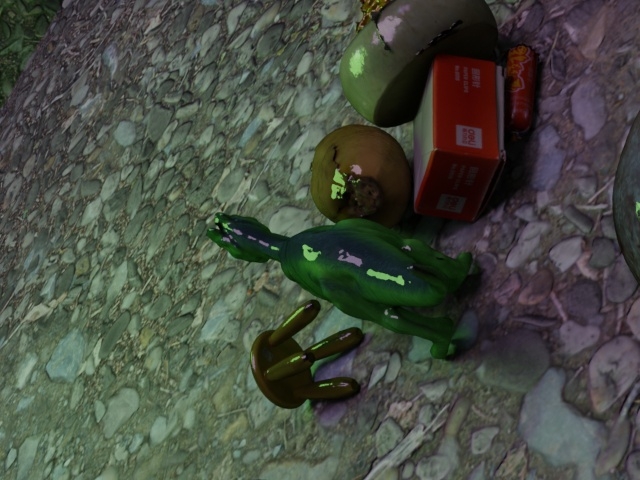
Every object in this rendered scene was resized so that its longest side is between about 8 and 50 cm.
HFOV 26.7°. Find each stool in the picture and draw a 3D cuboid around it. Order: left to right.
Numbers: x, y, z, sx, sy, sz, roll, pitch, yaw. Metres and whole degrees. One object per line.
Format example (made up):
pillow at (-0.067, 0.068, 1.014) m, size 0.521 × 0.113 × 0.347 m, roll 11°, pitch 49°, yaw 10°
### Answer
stool at (-0.018, 0.154, 1.774) m, size 0.110 × 0.135 × 0.134 m, roll -26°, pitch 87°, yaw 37°

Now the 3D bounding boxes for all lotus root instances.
lotus root at (0.057, -0.083, 1.830) m, size 0.303 × 0.131 × 0.146 m, roll -136°, pitch 52°, yaw -79°

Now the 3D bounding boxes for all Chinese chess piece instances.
Chinese chess piece at (0.134, -0.255, 1.827) m, size 0.238 × 0.238 × 0.092 m, roll -42°, pitch 72°, yaw 24°

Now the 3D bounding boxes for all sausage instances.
sausage at (0.257, -0.188, 1.759) m, size 0.050 × 0.048 × 0.145 m, roll 3°, pitch 59°, yaw 13°

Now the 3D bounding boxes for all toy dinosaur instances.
toy dinosaur at (0.000, 0.000, 1.592) m, size 0.375 × 0.500 × 0.143 m, roll 21°, pitch 82°, yaw 14°

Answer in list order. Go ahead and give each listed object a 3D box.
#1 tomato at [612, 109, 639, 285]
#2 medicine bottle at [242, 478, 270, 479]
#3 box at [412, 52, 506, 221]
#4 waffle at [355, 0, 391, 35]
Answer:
tomato at (0.417, -0.041, 1.181) m, size 0.317 × 0.283 × 0.316 m, roll -37°, pitch 44°, yaw 46°
medicine bottle at (-0.112, 0.358, 1.734) m, size 0.260 × 0.095 × 0.095 m, roll -16°, pitch 50°, yaw 50°
box at (0.178, -0.133, 1.736) m, size 0.133 × 0.099 × 0.182 m, roll 106°, pitch 170°, yaw -49°
waffle at (0.132, -0.388, 2.103) m, size 0.197 × 0.070 × 0.193 m, roll -30°, pitch 40°, yaw 42°
